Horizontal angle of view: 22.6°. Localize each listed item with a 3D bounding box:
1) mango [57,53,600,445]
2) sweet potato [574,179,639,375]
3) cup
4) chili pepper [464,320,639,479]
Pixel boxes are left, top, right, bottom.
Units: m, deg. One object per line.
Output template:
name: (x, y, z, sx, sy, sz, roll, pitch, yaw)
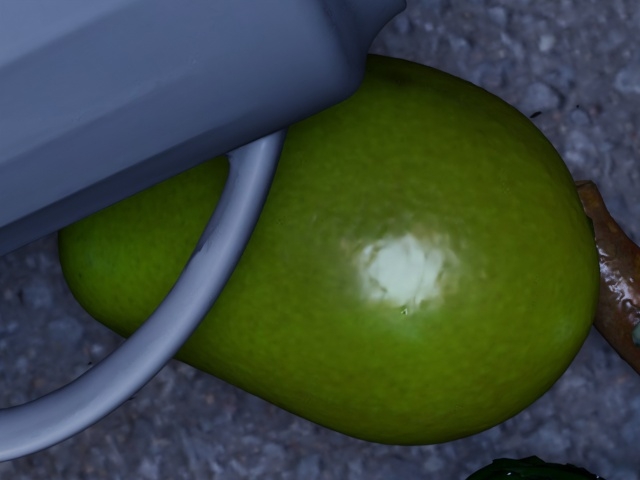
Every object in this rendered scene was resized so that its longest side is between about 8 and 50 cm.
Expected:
mango: (0.006, -0.007, 0.796, 0.273, 0.149, 0.185, 22, 87, 14)
sweet potato: (0.213, 0.069, 0.833, 0.255, 0.058, 0.078, 35, 67, -1)
cup: (-0.133, -0.076, 0.668, 0.327, 0.237, 0.322, -25, 104, 4)
chili pepper: (0.141, 0.165, 0.761, 0.174, 0.165, 0.261, 28, 95, -29)
